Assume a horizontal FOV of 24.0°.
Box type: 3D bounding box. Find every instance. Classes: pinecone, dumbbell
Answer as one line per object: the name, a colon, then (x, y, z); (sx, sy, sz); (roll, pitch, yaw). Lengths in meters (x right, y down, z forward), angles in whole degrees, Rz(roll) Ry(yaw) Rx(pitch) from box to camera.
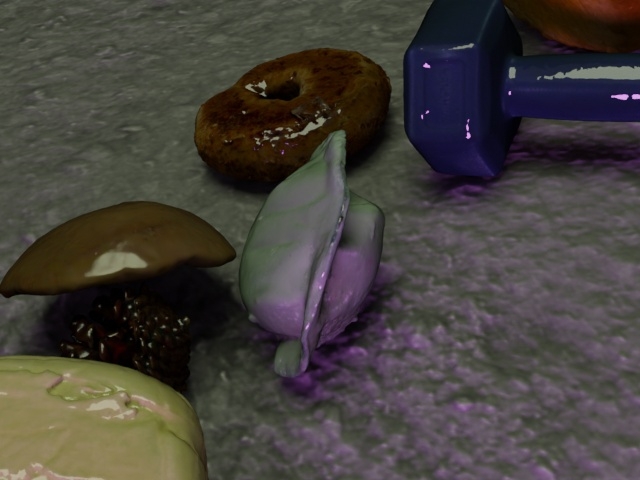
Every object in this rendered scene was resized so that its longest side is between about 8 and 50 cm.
pinecone: (-0.148, 0.085, 1.164); (0.109, 0.102, 0.102); (-19, 27, 44)
dumbbell: (0.236, -0.127, 1.254); (0.325, 0.144, 0.160); (4, 43, 21)

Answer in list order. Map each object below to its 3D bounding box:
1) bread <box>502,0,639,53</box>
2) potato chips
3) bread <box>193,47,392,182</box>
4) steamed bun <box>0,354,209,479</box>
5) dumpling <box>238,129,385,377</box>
bread: (0.239, -0.285, 1.370); (0.146, 0.268, 0.268); (-44, 44, -11)
potato chips: (-0.167, 0.003, 1.216); (0.195, 0.062, 0.208); (-11, 7, 2)
bread: (-0.024, -0.116, 1.395); (0.193, 0.064, 0.193); (-13, 33, 9)
steamed bun: (-0.183, 0.209, 0.957); (0.232, 0.166, 0.273); (2, 44, 1)
dumpling: (0.008, 0.008, 1.171); (0.152, 0.108, 0.219); (-32, 42, 39)
